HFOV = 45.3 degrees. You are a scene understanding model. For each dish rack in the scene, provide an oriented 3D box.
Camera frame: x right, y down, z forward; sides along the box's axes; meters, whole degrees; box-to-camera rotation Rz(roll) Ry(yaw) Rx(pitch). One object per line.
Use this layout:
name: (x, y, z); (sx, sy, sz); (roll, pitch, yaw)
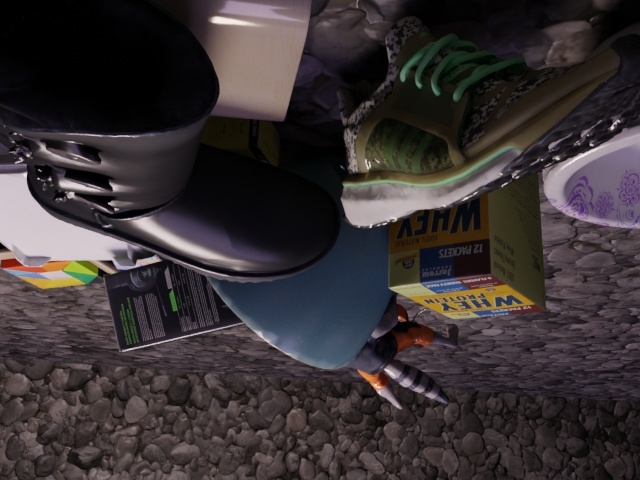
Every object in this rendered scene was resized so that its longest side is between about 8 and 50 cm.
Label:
dish rack: (-0.405, -0.042, 1.154); (0.286, 0.072, 0.333); (0, 153, 9)

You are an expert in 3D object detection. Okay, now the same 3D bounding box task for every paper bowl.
paper bowl: (0.365, -0.121, 0.764); (0.284, 0.148, 0.284); (1, 161, 0)

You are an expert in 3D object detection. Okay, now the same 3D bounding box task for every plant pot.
plant pot: (0.000, 0.000, 1.045); (0.195, 0.290, 0.290); (-47, 140, 18)

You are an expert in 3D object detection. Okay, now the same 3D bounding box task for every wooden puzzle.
wooden puzzle: (-0.538, 0.058, 1.560); (0.239, 0.044, 0.221); (-2, 161, 12)

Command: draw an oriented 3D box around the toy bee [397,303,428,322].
toy bee: (0.123, 0.171, 1.590); (0.298, 0.162, 0.195); (19, -155, 17)

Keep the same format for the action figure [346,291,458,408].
action figure: (0.124, 0.164, 1.388); (0.330, 0.178, 0.341); (28, 120, -36)

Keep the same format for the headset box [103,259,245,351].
headset box: (-0.192, 0.089, 1.302); (0.283, 0.131, 0.246); (-15, 176, 13)

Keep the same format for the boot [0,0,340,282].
boot: (-0.124, -0.080, 0.700); (0.367, 0.146, 0.445); (9, 165, -8)

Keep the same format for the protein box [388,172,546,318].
protein box: (0.194, -0.018, 1.004); (0.136, 0.201, 0.200); (-10, 158, 32)

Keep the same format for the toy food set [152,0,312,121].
toy food set: (-0.130, -0.198, 0.715); (0.220, 0.092, 0.306); (4, 170, -7)

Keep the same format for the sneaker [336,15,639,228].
sneaker: (0.112, -0.127, 0.706); (0.158, 0.182, 0.410); (-24, -176, -28)

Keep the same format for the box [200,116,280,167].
box: (-0.174, -0.118, 0.975); (0.232, 0.058, 0.087); (-3, 161, 14)

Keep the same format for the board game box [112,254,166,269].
board game box: (-0.308, 0.011, 1.404); (0.160, 0.039, 0.211); (4, 162, -4)
